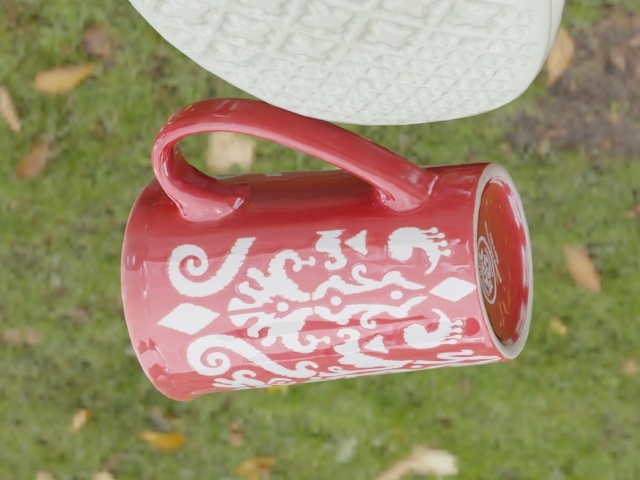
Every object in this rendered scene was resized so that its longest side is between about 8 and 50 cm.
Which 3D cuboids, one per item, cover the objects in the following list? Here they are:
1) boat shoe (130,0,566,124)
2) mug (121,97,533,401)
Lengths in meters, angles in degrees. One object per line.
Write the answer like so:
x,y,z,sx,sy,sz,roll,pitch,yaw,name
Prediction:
-0.031,-0.211,0.604,0.187,0.156,0.500,-6,146,25,boat shoe
0.000,0.010,0.819,0.169,0.113,0.150,-4,156,22,mug
